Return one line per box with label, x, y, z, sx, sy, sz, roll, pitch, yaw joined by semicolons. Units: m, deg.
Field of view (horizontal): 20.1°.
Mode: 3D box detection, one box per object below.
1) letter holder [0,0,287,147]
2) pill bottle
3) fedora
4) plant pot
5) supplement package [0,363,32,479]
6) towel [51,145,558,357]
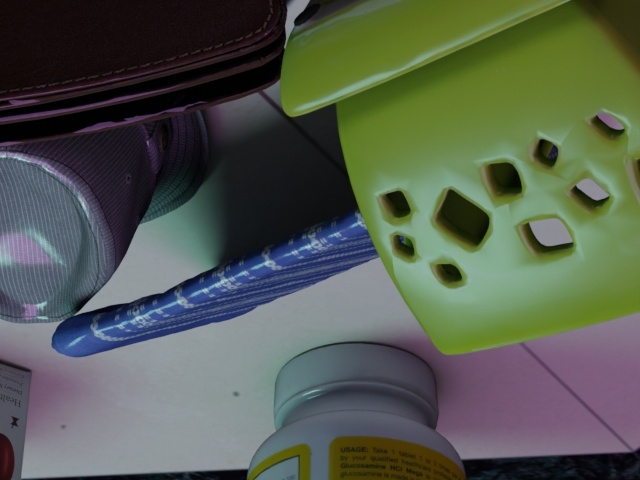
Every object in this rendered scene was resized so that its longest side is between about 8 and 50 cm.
letter holder;-0.171;-0.116;0.987;0.302;0.214;0.152;-9;146;-2
pill bottle;0.031;0.262;1.477;0.188;0.334;0.188;0;146;0
fedora;-0.200;-0.031;1.229;0.244;0.124;0.275;4;146;-5
plant pot;0.126;-0.104;0.957;0.227;0.228;0.207;-20;119;41
supplement package;-0.365;0.198;1.498;0.194;0.203;0.149;21;141;-29
towel;0.000;0.000;1.250;0.336;0.040;0.243;-23;175;29
